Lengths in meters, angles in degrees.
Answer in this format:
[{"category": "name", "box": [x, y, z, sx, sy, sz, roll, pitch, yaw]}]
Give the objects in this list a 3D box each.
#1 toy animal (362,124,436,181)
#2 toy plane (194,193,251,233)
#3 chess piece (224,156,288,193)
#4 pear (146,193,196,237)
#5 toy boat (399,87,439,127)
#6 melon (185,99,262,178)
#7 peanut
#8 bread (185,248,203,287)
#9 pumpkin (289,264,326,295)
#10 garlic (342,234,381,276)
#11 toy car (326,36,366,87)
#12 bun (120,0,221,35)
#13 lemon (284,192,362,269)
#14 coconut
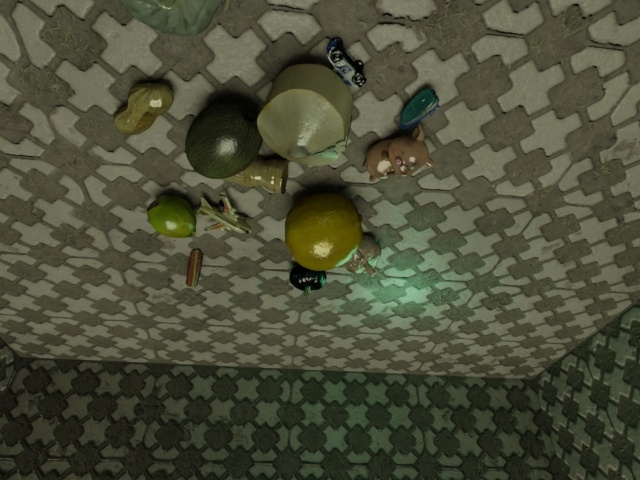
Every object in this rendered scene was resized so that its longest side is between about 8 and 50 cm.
[{"category": "toy animal", "box": [0.285, -0.307, 1.571, 0.250, 0.154, 0.166, -7, 133, 36]}, {"category": "toy plane", "box": [-0.421, -0.101, 1.860, 0.256, 0.104, 0.242, 19, 135, -22]}, {"category": "chess piece", "box": [-0.278, -0.272, 1.657, 0.300, 0.137, 0.137, 9, 141, 6]}, {"category": "pear", "box": [-0.621, -0.092, 1.804, 0.187, 0.188, 0.220, -25, 123, 28]}, {"category": "toy boat", "box": [0.348, -0.446, 1.468, 0.110, 0.091, 0.175, -2, 155, -45]}, {"category": "melon", "box": [-0.337, -0.340, 1.459, 0.237, 0.238, 0.301, 31, 132, -32]}, {"category": "peanut", "box": [-0.610, -0.446, 1.429, 0.274, 0.111, 0.125, -27, 129, 29]}, {"category": "bread", "box": [-0.641, 0.139, 2.148, 0.067, 0.193, 0.119, 10, 177, -20]}, {"category": "pumpkin", "box": [-0.065, 0.191, 2.196, 0.194, 0.150, 0.194, -14, 135, -15]}, {"category": "garlic", "box": [0.200, 0.090, 2.003, 0.218, 0.212, 0.219, -9, 129, -11]}, {"category": "toy car", "box": [0.081, -0.550, 1.329, 0.070, 0.080, 0.170, -28, 134, 33]}, {"category": "bun", "box": [-0.398, -0.694, 1.059, 0.354, 0.194, 0.355, -2, 140, -1]}, {"category": "lemon", "box": [0.013, -0.037, 1.769, 0.347, 0.348, 0.348, 0, 141, 0]}, {"category": "coconut", "box": [-0.042, -0.390, 1.342, 0.322, 0.323, 0.323, 0, 141, 0]}]
